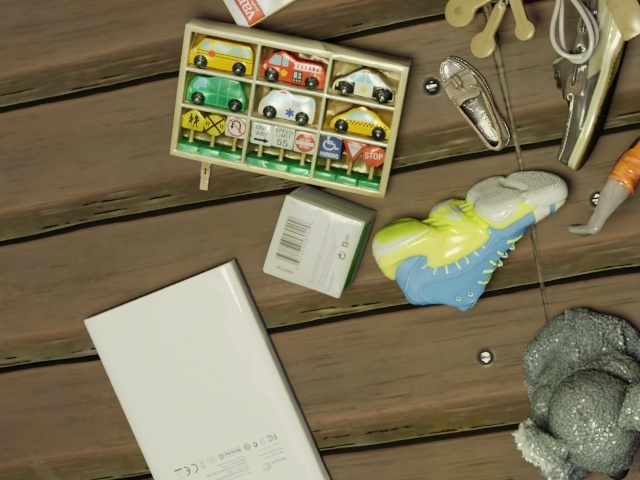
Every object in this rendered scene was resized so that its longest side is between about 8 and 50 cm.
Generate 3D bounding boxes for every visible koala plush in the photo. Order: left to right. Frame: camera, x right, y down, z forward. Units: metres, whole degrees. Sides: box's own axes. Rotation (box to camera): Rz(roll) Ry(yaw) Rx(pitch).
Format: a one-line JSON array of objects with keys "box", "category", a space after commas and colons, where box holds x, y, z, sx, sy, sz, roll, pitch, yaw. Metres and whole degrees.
[{"box": [0.306, 0.191, 1.711, 0.196, 0.221, 0.203, -22, 95, 16], "category": "koala plush"}]

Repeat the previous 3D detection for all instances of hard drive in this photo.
[{"box": [-0.139, 0.207, 1.909, 0.210, 0.040, 0.319, -22, 96, 16], "category": "hard drive"}]

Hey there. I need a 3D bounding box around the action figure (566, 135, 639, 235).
[{"box": [0.471, -0.099, 1.643, 0.341, 0.178, 0.330, 24, 109, 5], "category": "action figure"}]

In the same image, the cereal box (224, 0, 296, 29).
[{"box": [-0.032, -0.376, 1.765, 0.240, 0.047, 0.173, -28, 95, 17], "category": "cereal box"}]

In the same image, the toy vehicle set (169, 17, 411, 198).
[{"box": [-0.037, -0.156, 1.792, 0.267, 0.035, 0.166, 12, 114, 6], "category": "toy vehicle set"}]

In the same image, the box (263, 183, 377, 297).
[{"box": [0.000, 0.000, 1.812, 0.102, 0.087, 0.101, 20, 105, 8], "category": "box"}]

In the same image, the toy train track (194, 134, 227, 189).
[{"box": [-0.138, -0.103, 1.863, 0.048, 0.014, 0.083, 9, 108, 4], "category": "toy train track"}]

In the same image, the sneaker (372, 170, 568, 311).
[{"box": [0.187, 0.006, 1.785, 0.240, 0.091, 0.126, -18, 115, 15], "category": "sneaker"}]

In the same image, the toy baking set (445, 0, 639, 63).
[{"box": [0.247, -0.296, 1.691, 0.256, 0.030, 0.197, 6, 92, 28], "category": "toy baking set"}]

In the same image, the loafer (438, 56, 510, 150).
[{"box": [0.179, -0.159, 1.765, 0.045, 0.039, 0.125, -34, 92, 17], "category": "loafer"}]

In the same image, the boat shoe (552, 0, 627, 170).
[{"box": [0.299, -0.193, 1.716, 0.073, 0.080, 0.223, 18, 99, 14], "category": "boat shoe"}]
